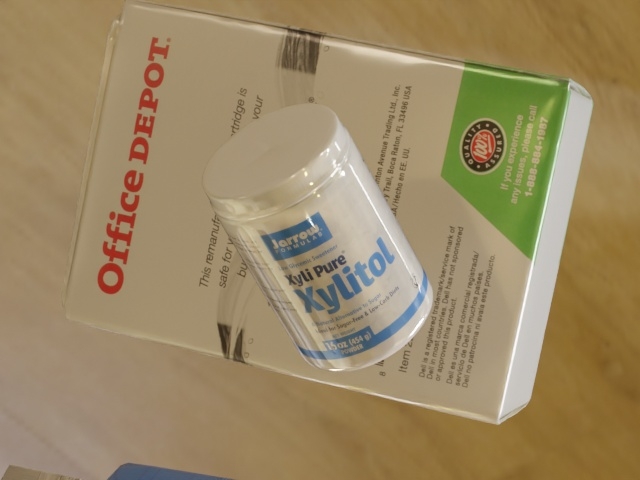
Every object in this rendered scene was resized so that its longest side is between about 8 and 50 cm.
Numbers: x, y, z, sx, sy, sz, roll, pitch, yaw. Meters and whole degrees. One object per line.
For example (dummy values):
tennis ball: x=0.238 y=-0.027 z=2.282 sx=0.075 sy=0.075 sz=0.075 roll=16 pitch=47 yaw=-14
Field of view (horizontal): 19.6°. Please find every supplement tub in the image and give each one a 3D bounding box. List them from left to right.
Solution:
supplement tub: x=0.000 y=0.000 z=0.835 sx=0.071 sy=0.071 sz=0.107 roll=-23 pitch=121 yaw=13

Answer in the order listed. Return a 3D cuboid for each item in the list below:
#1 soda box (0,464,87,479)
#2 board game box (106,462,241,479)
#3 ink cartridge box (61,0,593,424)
soda box: x=-0.098 y=0.228 z=1.201 sx=0.286 sy=0.098 sz=0.091 roll=6 pitch=143 yaw=32
board game box: x=-0.049 y=0.166 z=0.303 sx=0.047 sy=0.210 sz=0.160 roll=0 pitch=127 yaw=47
ink cartridge box: x=0.005 y=-0.023 z=1.166 sx=0.289 sy=0.121 sz=0.211 roll=13 pitch=94 yaw=15
